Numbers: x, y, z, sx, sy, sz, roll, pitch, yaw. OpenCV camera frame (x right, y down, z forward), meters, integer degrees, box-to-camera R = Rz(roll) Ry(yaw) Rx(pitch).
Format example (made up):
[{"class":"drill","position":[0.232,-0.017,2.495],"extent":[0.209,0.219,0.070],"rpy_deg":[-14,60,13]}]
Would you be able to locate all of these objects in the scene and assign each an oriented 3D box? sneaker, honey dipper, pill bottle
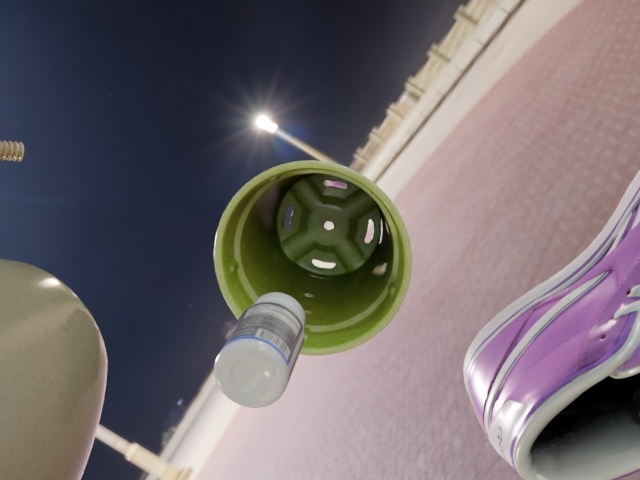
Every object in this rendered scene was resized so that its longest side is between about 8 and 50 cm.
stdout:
[{"class":"sneaker","position":[0.206,0.030,0.466],"extent":[0.282,0.102,0.161],"rpy_deg":[-48,5,8]},{"class":"honey dipper","position":[-0.516,-0.137,1.232],"extent":[0.030,0.160,0.030],"rpy_deg":[-5,84,52]},{"class":"pill bottle","position":[-0.060,0.113,0.910],"extent":[0.078,0.078,0.137],"rpy_deg":[-57,3,23]}]

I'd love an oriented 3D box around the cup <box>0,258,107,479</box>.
[{"class":"cup","position":[-0.329,0.142,0.753],"extent":[0.331,0.331,0.237],"rpy_deg":[-57,-7,35]}]

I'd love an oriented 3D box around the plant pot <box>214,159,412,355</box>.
[{"class":"plant pot","position":[0.000,0.000,1.280],"extent":[0.276,0.276,0.254],"rpy_deg":[-58,2,14]}]
